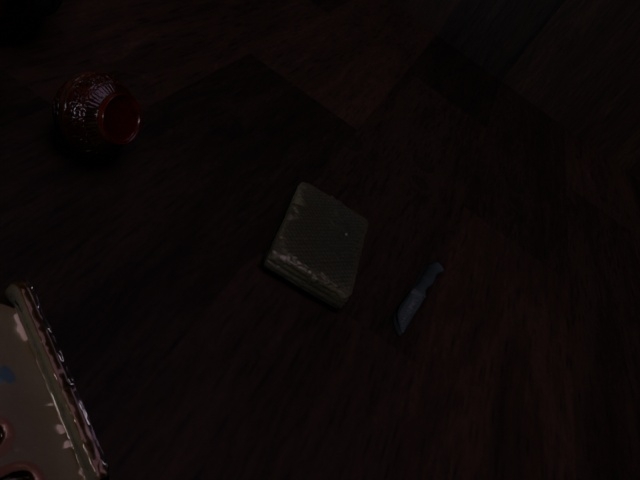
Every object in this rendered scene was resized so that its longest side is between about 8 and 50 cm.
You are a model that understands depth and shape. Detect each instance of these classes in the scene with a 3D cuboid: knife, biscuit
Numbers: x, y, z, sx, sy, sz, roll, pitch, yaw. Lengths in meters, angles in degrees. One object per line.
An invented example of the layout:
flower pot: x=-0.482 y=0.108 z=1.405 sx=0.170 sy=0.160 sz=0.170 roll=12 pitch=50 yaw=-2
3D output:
knife: x=0.140 y=0.075 z=0.942 sx=0.028 sy=0.015 sz=0.210 roll=45 pitch=33 yaw=3
biscuit: x=0.000 y=0.000 z=0.886 sx=0.121 sy=0.040 sz=0.199 roll=32 pitch=32 yaw=-9

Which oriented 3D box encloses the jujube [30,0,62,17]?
jujube: x=-0.457 y=-0.404 z=0.817 sx=0.317 sy=0.226 sz=0.226 roll=16 pitch=38 yaw=-21

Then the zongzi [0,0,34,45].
zongzi: x=-0.438 y=-0.196 z=0.604 sx=0.286 sy=0.134 sz=0.288 roll=1 pitch=46 yaw=-5

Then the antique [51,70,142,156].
antique: x=-0.266 y=-0.149 z=0.777 sx=0.104 sy=0.104 sz=0.104 roll=24 pitch=34 yaw=-18

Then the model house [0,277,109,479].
model house: x=-0.258 y=0.136 z=0.378 sx=0.244 sy=0.169 sz=0.326 roll=25 pitch=38 yaw=-30
